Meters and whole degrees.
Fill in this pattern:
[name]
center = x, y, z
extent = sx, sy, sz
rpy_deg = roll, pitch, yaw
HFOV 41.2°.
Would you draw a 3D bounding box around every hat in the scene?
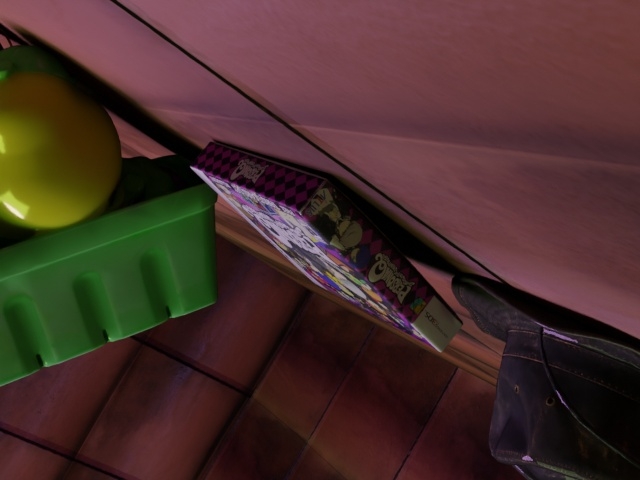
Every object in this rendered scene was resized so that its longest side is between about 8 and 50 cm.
[hat]
center = 0.231, 0.164, 0.749
extent = 0.331, 0.134, 0.331
rpy_deg = 29, 175, 3

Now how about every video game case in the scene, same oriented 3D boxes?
[video game case]
center = 0.000, 0.000, 0.807
extent = 0.210, 0.042, 0.232
rpy_deg = 44, 169, -33

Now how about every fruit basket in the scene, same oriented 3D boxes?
[fruit basket]
center = -0.319, -0.052, 1.016
extent = 0.392, 0.392, 0.283
rpy_deg = 33, 178, -26

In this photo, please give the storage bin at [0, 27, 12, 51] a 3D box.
[storage bin]
center = -0.399, -0.217, 0.945
extent = 0.091, 0.098, 0.135
rpy_deg = 59, -172, 24
